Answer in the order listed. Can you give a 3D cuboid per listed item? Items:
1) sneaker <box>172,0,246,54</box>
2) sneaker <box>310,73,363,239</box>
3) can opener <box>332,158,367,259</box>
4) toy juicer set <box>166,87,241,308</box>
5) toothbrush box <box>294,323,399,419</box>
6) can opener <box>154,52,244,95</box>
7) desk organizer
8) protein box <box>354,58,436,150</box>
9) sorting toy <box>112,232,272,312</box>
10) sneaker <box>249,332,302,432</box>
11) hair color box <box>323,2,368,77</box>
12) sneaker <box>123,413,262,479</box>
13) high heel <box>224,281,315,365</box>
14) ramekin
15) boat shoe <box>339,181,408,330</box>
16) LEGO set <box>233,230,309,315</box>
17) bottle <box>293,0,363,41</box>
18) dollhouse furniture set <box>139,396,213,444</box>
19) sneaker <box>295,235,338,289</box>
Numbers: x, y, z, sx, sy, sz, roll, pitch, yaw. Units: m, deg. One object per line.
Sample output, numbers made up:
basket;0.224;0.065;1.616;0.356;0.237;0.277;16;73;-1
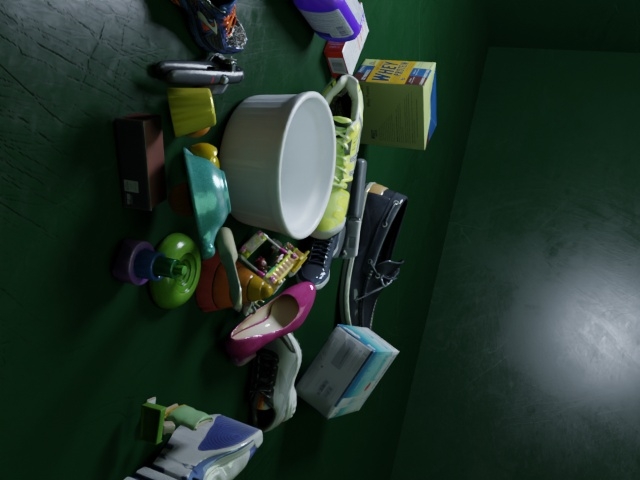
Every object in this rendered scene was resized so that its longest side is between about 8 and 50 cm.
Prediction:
sneaker;-0.164;-0.360;1.038;0.221;0.087;0.083;42;60;-66
sneaker;0.012;-0.191;1.457;0.147;0.145;0.385;111;-15;-69
can opener;0.075;-0.084;1.802;0.093;0.074;0.281;4;95;-69
toy juicer set;-0.190;-0.073;1.035;0.209;0.089;0.329;-132;-148;-72
toothbrush box;0.077;0.353;1.816;0.216;0.126;0.295;-56;160;2
can opener;-0.185;-0.261;1.052;0.186;0.059;0.073;-23;135;-63
desk organizer;-0.255;-0.114;0.957;0.050;0.047;0.130;-50;145;-62
protein box;0.206;-0.377;1.843;0.136;0.201;0.200;-60;151;-43
sorting toy;-0.184;0.062;1.106;0.365;0.126;0.127;28;72;-69
sneaker;-0.106;0.300;1.456;0.108;0.100;0.272;-35;131;-55
hair color box;0.065;-0.490;1.638;0.093;0.053;0.167;64;41;-55
sneaker;-0.236;0.448;1.160;0.315;0.127;0.182;-29;129;-56
high heel;-0.096;0.148;1.352;0.244;0.082;0.117;-36;157;-23
ramekin;-0.080;-0.148;1.280;0.277;0.135;0.277;9;90;-70
boat shoe;0.161;0.081;1.990;0.187;0.155;0.501;-4;103;-71
LEGO set;-0.104;0.039;1.400;0.132;0.107;0.287;-51;177;25
bottle;0.001;-0.506;1.372;0.283;0.118;0.092;26;77;-68
dollhouse furniture set;-0.243;0.284;1.111;0.151;0.076;0.059;-5;103;-68
sneaker;-0.002;-0.001;1.595;0.226;0.086;0.163;-70;170;-53
